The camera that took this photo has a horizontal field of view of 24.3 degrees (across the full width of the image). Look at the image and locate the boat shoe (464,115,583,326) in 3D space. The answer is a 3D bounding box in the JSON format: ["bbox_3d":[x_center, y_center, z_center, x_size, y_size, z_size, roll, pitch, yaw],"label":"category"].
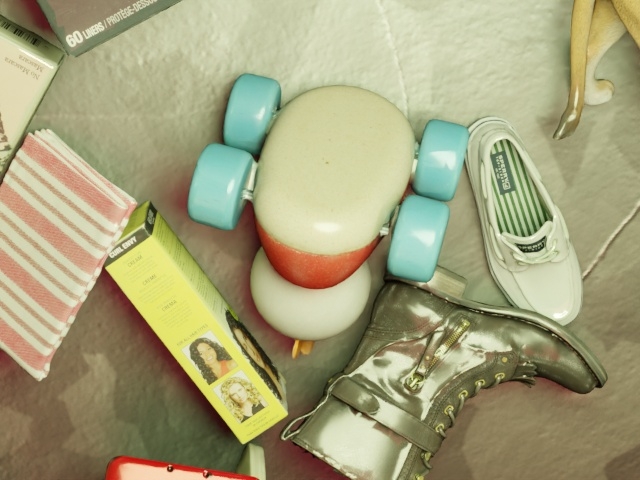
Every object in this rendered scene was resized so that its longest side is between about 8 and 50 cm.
[{"bbox_3d":[0.191,-0.007,1.417,0.083,0.076,0.226,-27,106,3],"label":"boat shoe"}]

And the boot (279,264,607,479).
[{"bbox_3d":[0.118,0.158,1.414,0.263,0.091,0.229,26,79,-1],"label":"boot"}]

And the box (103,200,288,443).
[{"bbox_3d":[-0.118,0.077,1.411,0.058,0.087,0.232,-34,107,8],"label":"box"}]

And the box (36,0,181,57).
[{"bbox_3d":[-0.205,-0.316,1.260,0.165,0.143,0.270,-29,106,3],"label":"box"}]

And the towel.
[{"bbox_3d":[-0.256,0.012,1.368,0.144,0.029,0.197,38,106,31],"label":"towel"}]

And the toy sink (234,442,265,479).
[{"bbox_3d":[-0.155,0.304,1.438,0.131,0.153,0.234,21,104,-10],"label":"toy sink"}]

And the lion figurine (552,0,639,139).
[{"bbox_3d":[0.365,-0.247,1.311,0.392,0.142,0.240,-24,127,-5],"label":"lion figurine"}]

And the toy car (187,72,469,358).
[{"bbox_3d":[0.000,0.000,1.375,0.219,0.210,0.238,15,134,4],"label":"toy car"}]

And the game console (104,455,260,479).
[{"bbox_3d":[-0.132,0.272,1.346,0.144,0.085,0.124,10,135,-7],"label":"game console"}]

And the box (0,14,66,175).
[{"bbox_3d":[-0.343,-0.073,1.343,0.113,0.094,0.275,27,101,-12],"label":"box"}]
